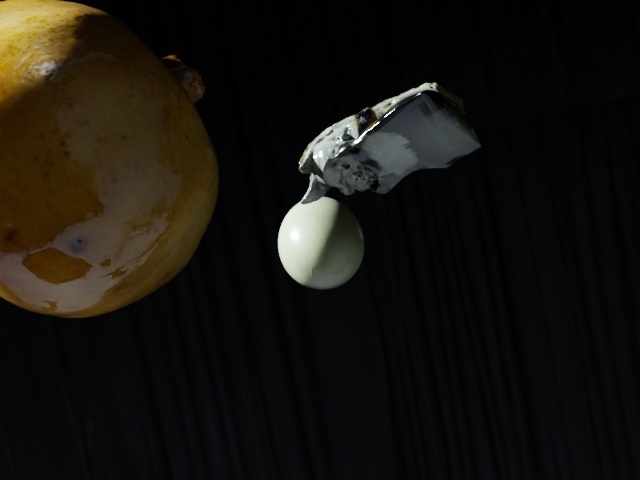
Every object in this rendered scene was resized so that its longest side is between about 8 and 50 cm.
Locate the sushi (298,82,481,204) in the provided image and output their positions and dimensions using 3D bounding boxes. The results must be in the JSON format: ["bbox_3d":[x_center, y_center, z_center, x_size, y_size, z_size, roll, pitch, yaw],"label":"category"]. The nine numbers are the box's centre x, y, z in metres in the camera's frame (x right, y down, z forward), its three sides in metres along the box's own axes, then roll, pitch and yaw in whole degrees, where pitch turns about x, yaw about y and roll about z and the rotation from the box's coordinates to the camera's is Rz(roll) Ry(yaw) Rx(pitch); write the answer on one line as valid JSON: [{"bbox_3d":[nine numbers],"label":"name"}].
[{"bbox_3d":[0.083,-0.144,1.279,0.273,0.134,0.109,-29,39,28],"label":"sushi"}]

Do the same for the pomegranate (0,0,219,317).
[{"bbox_3d":[-0.316,-0.108,1.110,0.417,0.416,0.416,-11,4,1],"label":"pomegranate"}]

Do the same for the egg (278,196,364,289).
[{"bbox_3d":[0.000,0.000,1.927,0.189,0.188,0.253,-12,33,-2],"label":"egg"}]
